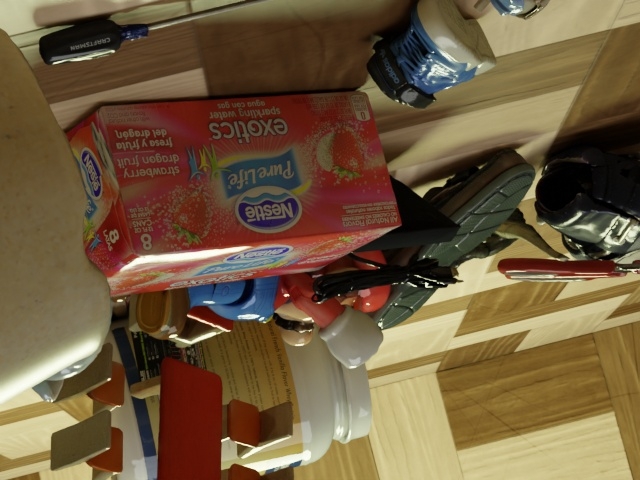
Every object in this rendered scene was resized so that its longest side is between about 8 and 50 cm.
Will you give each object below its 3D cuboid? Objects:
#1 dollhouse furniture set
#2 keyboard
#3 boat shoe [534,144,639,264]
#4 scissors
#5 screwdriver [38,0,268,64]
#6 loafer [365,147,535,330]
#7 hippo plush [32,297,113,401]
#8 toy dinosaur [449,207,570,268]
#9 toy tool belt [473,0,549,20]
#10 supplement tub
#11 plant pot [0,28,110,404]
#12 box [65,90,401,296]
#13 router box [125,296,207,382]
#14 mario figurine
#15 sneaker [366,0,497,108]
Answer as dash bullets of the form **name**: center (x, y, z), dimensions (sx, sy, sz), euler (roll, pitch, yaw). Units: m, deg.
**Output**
- **dollhouse furniture set**: center (-0.137, 0.153, 1.969), dimensions (0.262, 0.259, 0.135), euler (23, 144, -38)
- **keyboard**: center (0.000, 0.000, 1.670), dimensions (0.317, 0.201, 0.033), euler (-6, 124, -39)
- **boat shoe**: center (0.294, -0.043, 2.029), dimensions (0.158, 0.127, 0.340), euler (13, 169, -12)
- **scissors**: center (0.330, 0.029, 2.001), dimensions (0.297, 0.021, 0.109), euler (-2, 170, 26)
- **screwdriver**: center (-0.098, -0.137, 1.197), dimensions (0.170, 0.025, 0.024), euler (-11, 169, -15)
- **loafer**: center (0.114, -0.013, 1.937), dimensions (0.096, 0.084, 0.267), euler (-8, 147, -48)
- **hippo plush**: center (-0.310, 0.114, 1.648), dimensions (0.294, 0.234, 0.237), euler (-24, 165, 41)
- **toy dinosaur**: center (0.179, -0.008, 2.029), dimensions (0.118, 0.064, 0.268), euler (-11, -167, -5)
- **toy tool belt**: center (0.128, -0.174, 1.235), dimensions (0.051, 0.052, 0.083), euler (-22, 169, -3)
- **supplement tub**: center (-0.114, 0.182, 2.275), dimensions (0.316, 0.228, 0.228), euler (-12, 169, -11)
- **plant pot**: center (-0.300, 0.017, 1.051), dimensions (0.305, 0.333, 0.334), euler (-22, 173, -21)
- **box**: center (-0.081, -0.037, 1.470), dimensions (0.257, 0.122, 0.128), euler (-6, 166, -36)
- **router box**: center (-0.175, 0.111, 2.113), dimensions (0.038, 0.122, 0.092), euler (-16, 169, 26)
- **mario figurine**: center (-0.065, 0.063, 1.849), dimensions (0.321, 0.198, 0.170), euler (0, 150, -40)
- **sneaker**: center (0.072, -0.133, 1.347), dimensions (0.085, 0.058, 0.152), euler (-26, 173, 14)
